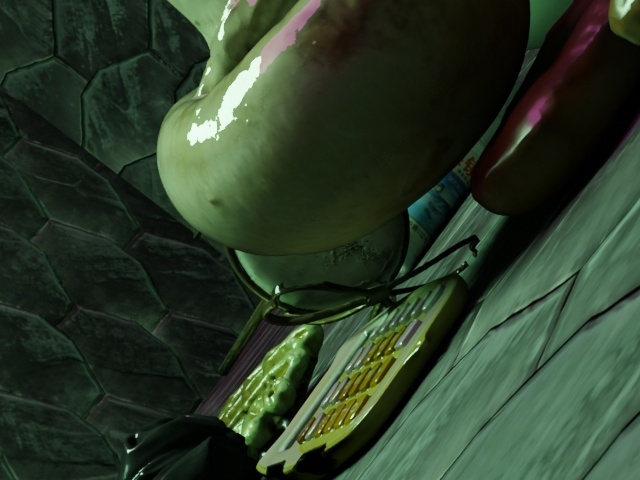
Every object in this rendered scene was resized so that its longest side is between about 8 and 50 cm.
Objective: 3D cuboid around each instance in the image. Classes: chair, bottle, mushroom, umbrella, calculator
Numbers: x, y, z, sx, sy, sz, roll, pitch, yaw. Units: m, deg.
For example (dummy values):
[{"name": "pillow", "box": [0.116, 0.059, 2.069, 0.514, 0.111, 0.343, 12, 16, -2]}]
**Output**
[{"name": "chair", "box": [0.000, 0.000, 1.414, 0.160, 0.170, 0.325, -10, -16, -13]}, {"name": "bottle", "box": [0.119, -0.068, 1.733, 0.217, 0.060, 0.060, -53, 2, -17]}, {"name": "mushroom", "box": [-0.018, -0.151, 1.229, 0.292, 0.290, 0.292, -43, 5, 5]}, {"name": "umbrella", "box": [-0.152, 0.261, 1.457, 0.118, 0.118, 0.340, -51, 3, 42]}, {"name": "calculator", "box": [0.031, 0.097, 1.234, 0.157, 0.033, 0.236, -52, 4, -22]}]

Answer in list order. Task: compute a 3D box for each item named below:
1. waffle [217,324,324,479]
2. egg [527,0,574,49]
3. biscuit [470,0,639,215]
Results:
[{"name": "waffle", "box": [-0.071, 0.183, 1.720, 0.208, 0.054, 0.214, -44, 14, 55]}, {"name": "egg", "box": [0.193, -0.282, 1.702, 0.203, 0.203, 0.283, -53, 4, -20]}, {"name": "biscuit", "box": [0.199, -0.147, 1.169, 0.237, 0.062, 0.290, -53, 0, 30]}]
